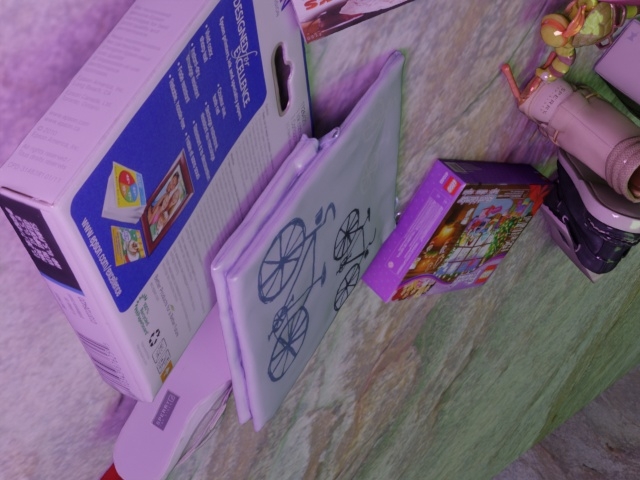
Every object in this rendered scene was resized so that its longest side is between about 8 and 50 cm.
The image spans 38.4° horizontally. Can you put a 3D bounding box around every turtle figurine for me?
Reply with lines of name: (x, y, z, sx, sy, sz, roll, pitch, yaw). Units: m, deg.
turtle figurine: (0.333, -0.286, 1.092, 0.217, 0.087, 0.270, -33, 150, -25)

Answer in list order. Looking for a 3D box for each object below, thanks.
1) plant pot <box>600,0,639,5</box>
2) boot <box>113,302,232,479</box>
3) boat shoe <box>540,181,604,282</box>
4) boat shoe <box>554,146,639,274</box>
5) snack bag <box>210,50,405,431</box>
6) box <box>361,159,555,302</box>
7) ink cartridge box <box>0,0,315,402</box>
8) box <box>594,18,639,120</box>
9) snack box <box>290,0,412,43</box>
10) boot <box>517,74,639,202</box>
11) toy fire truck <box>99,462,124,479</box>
plant pot: (0.340, -0.326, 0.893, 0.180, 0.201, 0.201, -5, 133, -39)
boot: (-0.139, 0.157, 1.048, 0.258, 0.095, 0.123, -56, 170, 14)
boat shoe: (0.489, -0.040, 1.607, 0.158, 0.127, 0.340, -40, 153, 5)
boat shoe: (0.398, -0.050, 1.337, 0.340, 0.127, 0.113, -83, -171, -66)
snack bag: (0.000, 0.000, 0.980, 0.343, 0.037, 0.323, -55, 159, -29)
box: (0.204, -0.016, 1.312, 0.293, 0.057, 0.201, -5, 133, -53)
ink cartridge box: (-0.109, -0.062, 0.751, 0.304, 0.072, 0.307, 83, 30, -56)
box: (0.517, -0.233, 1.407, 0.094, 0.113, 0.275, -52, 151, 14)
snack box: (0.062, -0.216, 0.743, 0.178, 0.022, 0.064, -22, 156, 2)
boot: (0.398, -0.134, 1.263, 0.095, 0.203, 0.262, -53, 151, 14)
toy fire truck: (-0.242, 0.333, 1.166, 0.192, 0.047, 0.135, -51, 153, 7)
